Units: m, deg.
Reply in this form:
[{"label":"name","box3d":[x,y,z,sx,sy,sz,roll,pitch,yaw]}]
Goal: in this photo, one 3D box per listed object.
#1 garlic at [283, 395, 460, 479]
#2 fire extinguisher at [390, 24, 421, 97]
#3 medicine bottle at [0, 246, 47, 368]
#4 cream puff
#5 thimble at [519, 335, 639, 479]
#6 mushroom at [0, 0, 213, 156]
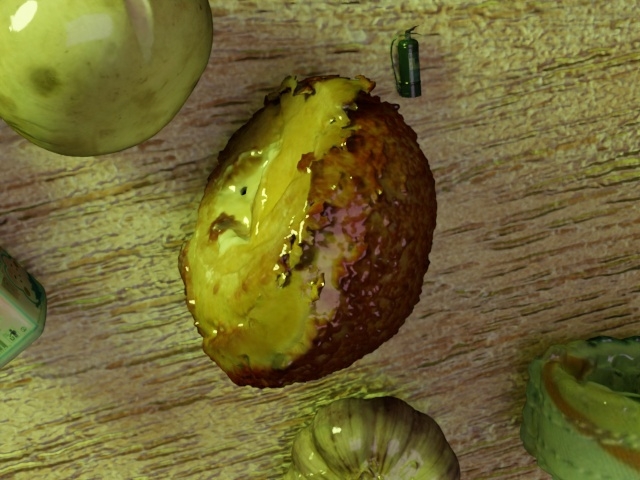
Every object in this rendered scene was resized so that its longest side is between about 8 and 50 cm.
[{"label":"garlic","box3d":[0.066,0.301,1.228,0.245,0.160,0.245,1,117,3]},{"label":"fire extinguisher","box3d":[0.102,-0.212,1.123,0.038,0.025,0.083,-1,111,8]},{"label":"medicine bottle","box3d":[-0.387,0.040,1.006,0.094,0.119,0.188,-39,116,3]},{"label":"cream puff","box3d":[-0.003,0.000,1.013,0.228,0.350,0.350,26,99,-30]},{"label":"thimble","box3d":[0.415,0.235,1.257,0.288,0.254,0.167,7,105,8]},{"label":"mushroom","box3d":[-0.225,-0.191,0.932,0.255,0.255,0.184,-23,79,-9]}]
